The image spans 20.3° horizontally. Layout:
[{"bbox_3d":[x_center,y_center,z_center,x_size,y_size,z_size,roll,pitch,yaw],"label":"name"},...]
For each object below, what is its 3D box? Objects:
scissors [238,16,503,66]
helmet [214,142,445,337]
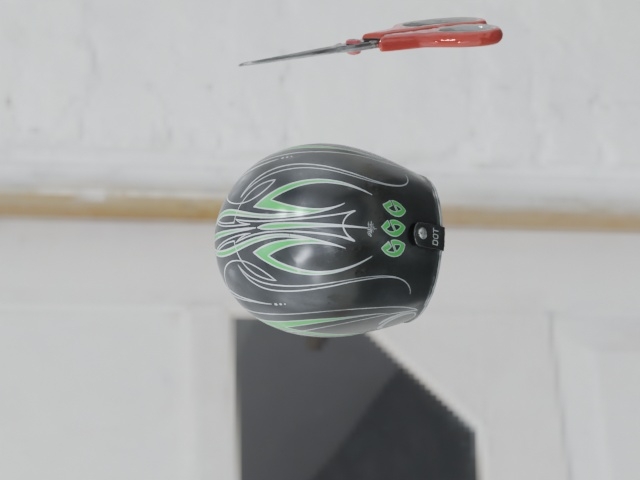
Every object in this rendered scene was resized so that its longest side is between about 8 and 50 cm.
[{"bbox_3d":[0.042,-0.192,1.748,0.109,0.297,0.021,-146,50,-61],"label":"scissors"},{"bbox_3d":[0.000,0.000,1.407,0.169,0.162,0.169,-175,90,-72],"label":"helmet"}]
